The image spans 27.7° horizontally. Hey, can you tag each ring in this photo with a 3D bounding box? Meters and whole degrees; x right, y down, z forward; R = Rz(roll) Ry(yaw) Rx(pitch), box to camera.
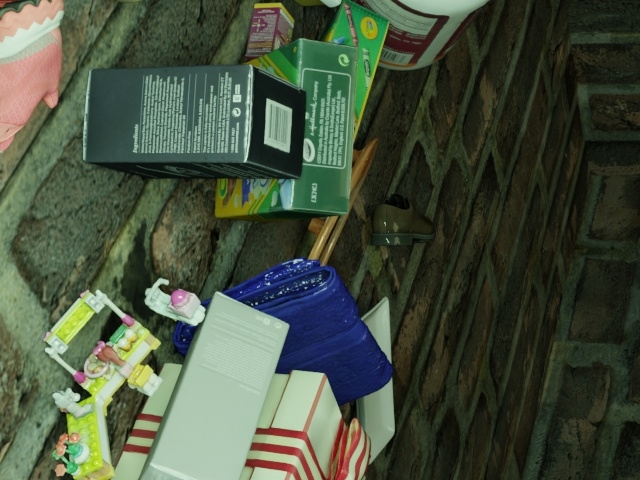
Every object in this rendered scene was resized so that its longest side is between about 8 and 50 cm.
[{"bbox_3d":[0.000,0.000,1.877,0.336,0.032,0.336,25,90,-86],"label":"ring"}]

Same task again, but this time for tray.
[{"bbox_3d":[0.091,0.246,2.305,0.145,0.030,0.270,-34,123,-62],"label":"tray"}]

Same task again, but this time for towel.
[{"bbox_3d":[-0.044,0.142,1.745,0.308,0.228,0.076,59,11,-54],"label":"towel"}]

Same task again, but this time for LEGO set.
[{"bbox_3d":[-0.239,0.159,1.373,0.107,0.132,0.287,53,50,-45],"label":"LEGO set"}]

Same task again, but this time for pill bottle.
[{"bbox_3d":[0.157,-0.414,1.934,0.392,0.224,0.224,133,-34,-76],"label":"pill bottle"}]

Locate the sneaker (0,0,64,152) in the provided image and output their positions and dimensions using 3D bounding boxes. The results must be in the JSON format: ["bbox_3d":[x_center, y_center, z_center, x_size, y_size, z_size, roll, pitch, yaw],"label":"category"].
[{"bbox_3d":[-0.313,-0.129,1.156,0.314,0.116,0.136,-49,138,-57],"label":"sneaker"}]

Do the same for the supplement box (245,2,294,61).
[{"bbox_3d":[-0.071,-0.285,1.828,0.055,0.043,0.083,45,50,-61],"label":"supplement box"}]

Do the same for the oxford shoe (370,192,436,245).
[{"bbox_3d":[0.158,-0.040,2.371,0.227,0.083,0.096,-4,92,-69],"label":"oxford shoe"}]

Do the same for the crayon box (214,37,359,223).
[{"bbox_3d":[-0.058,-0.128,1.659,0.323,0.083,0.203,176,-82,-68],"label":"crayon box"}]

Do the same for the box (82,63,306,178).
[{"bbox_3d":[-0.139,-0.130,1.459,0.153,0.207,0.108,12,81,-68],"label":"box"}]

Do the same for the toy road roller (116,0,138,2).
[{"bbox_3d":[-0.159,-0.423,1.333,0.202,0.241,0.329,15,78,-67],"label":"toy road roller"}]

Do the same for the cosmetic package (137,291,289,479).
[{"bbox_3d":[-0.122,0.194,1.433,0.127,0.107,0.238,120,-6,-47],"label":"cosmetic package"}]

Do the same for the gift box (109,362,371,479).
[{"bbox_3d":[-0.076,0.313,1.599,0.276,0.258,0.255,65,35,-47],"label":"gift box"}]

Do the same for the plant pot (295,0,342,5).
[{"bbox_3d":[-0.013,-0.396,1.917,0.083,0.081,0.081,7,85,-61],"label":"plant pot"}]

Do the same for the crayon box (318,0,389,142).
[{"bbox_3d":[0.007,-0.191,1.855,0.165,0.081,0.278,125,-14,-49],"label":"crayon box"}]

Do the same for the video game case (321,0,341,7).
[{"bbox_3d":[-0.030,-0.473,1.829,0.227,0.026,0.206,32,60,-40],"label":"video game case"}]
